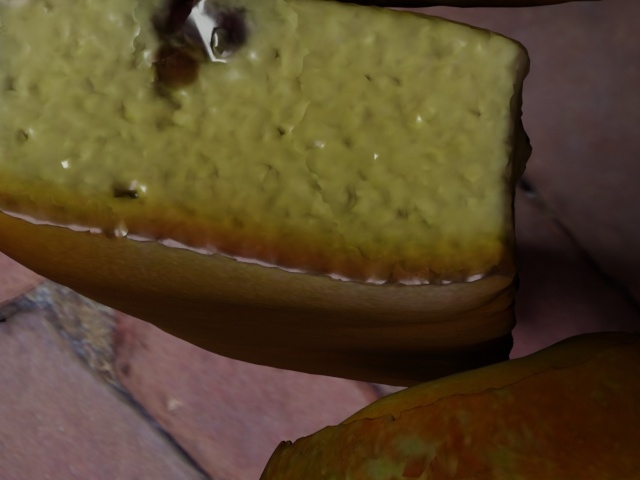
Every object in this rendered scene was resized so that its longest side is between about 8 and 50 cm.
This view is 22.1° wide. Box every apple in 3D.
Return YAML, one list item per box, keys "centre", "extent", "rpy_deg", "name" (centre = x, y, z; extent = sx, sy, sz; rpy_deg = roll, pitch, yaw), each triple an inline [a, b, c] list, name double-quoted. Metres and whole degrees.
- centre: [0.080, 0.124, 0.547]
  extent: [0.207, 0.237, 0.237]
  rpy_deg: [62, 149, 27]
  name: "apple"

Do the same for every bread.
- centre: [0.000, 0.000, 0.557]
  extent: [0.138, 0.077, 0.361]
  rpy_deg: [7, 172, 7]
  name: "bread"

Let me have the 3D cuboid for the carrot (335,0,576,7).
- centre: [-0.004, -0.169, 0.434]
  extent: [0.340, 0.224, 0.224]
  rpy_deg: [5, 131, 27]
  name: "carrot"
